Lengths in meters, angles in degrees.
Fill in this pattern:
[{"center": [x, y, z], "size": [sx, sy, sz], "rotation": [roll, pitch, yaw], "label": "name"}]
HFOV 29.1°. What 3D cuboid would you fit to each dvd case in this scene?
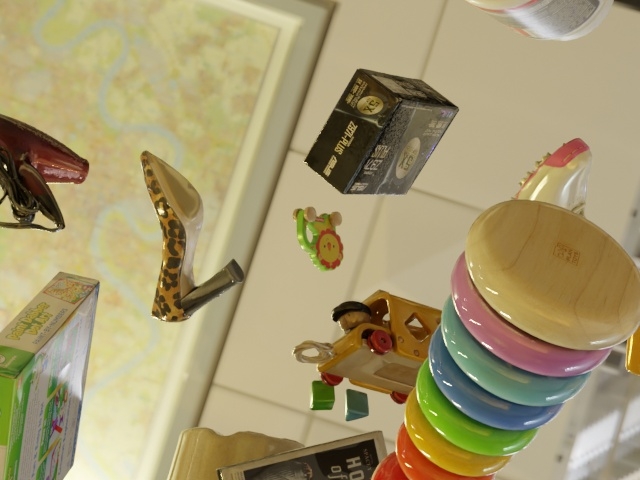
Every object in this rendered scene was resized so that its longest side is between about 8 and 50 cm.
[{"center": [-0.007, 0.364, 1.636], "size": [0.239, 0.179, 0.029], "rotation": [-10, 173, -23], "label": "dvd case"}]

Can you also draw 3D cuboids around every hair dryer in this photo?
[{"center": [-0.381, -0.078, 1.533], "size": [0.224, 0.080, 0.293], "rotation": [41, -160, 5], "label": "hair dryer"}]

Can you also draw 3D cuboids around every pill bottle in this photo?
[{"center": [0.347, -0.440, 1.984], "size": [0.210, 0.210, 0.363], "rotation": [16, -176, 27], "label": "pill bottle"}]

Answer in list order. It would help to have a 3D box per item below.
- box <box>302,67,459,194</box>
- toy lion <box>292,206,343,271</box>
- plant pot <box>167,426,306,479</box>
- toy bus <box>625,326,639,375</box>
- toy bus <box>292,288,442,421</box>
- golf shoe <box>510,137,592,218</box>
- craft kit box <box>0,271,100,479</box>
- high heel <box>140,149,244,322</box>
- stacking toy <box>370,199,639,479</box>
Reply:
[{"center": [0.083, -0.140, 1.633], "size": [0.077, 0.147, 0.180], "rotation": [40, -160, 24], "label": "box"}, {"center": [0.000, 0.000, 1.930], "size": [0.034, 0.096, 0.100], "rotation": [-7, 169, 40], "label": "toy lion"}, {"center": [-0.132, 0.462, 1.927], "size": [0.334, 0.305, 0.334], "rotation": [8, 164, 2], "label": "plant pot"}, {"center": [0.616, 0.160, 1.767], "size": [0.333, 0.108, 0.130], "rotation": [8, -167, 35], "label": "toy bus"}, {"center": [0.071, 0.110, 1.383], "size": [0.191, 0.104, 0.202], "rotation": [-8, 147, 4], "label": "toy bus"}, {"center": [0.306, 0.001, 1.590], "size": [0.140, 0.115, 0.306], "rotation": [44, 145, 24], "label": "golf shoe"}, {"center": [-0.311, 0.192, 1.303], "size": [0.061, 0.249, 0.246], "rotation": [13, -159, 2], "label": "craft kit box"}, {"center": [-0.259, 0.002, 1.960], "size": [0.186, 0.261, 0.093], "rotation": [-32, -179, 29], "label": "high heel"}, {"center": [0.126, 0.129, 0.990], "size": [0.141, 0.330, 0.141], "rotation": [14, -141, -12], "label": "stacking toy"}]
